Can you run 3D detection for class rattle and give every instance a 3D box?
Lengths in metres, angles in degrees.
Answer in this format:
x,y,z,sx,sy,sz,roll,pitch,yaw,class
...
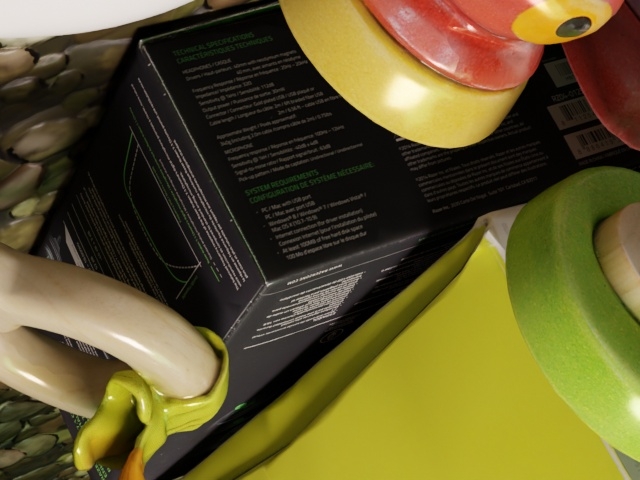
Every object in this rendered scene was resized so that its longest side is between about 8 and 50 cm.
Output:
x,y,z,sx,sy,sz,roll,pitch,yaw,class
-0.147,0.064,0.801,0.199,0.143,0.130,29,171,-27,rattle

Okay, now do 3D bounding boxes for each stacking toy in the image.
x,y,z,sx,sy,sz,roll,pitch,yaw,class
0.165,-0.068,0.806,0.309,0.279,0.130,-13,159,-47,stacking toy

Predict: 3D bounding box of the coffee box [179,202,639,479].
x,y,z,sx,sy,sz,roll,pitch,yaw,class
0.165,0.186,0.972,0.334,0.338,0.338,-13,158,-44,coffee box

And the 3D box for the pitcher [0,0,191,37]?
x,y,z,sx,sy,sz,roll,pitch,yaw,class
-0.106,-0.119,0.540,0.207,0.125,0.178,-21,159,21,pitcher

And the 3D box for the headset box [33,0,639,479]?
x,y,z,sx,sy,sz,roll,pitch,yaw,class
0.000,0.000,0.983,0.246,0.131,0.283,-18,160,-29,headset box
